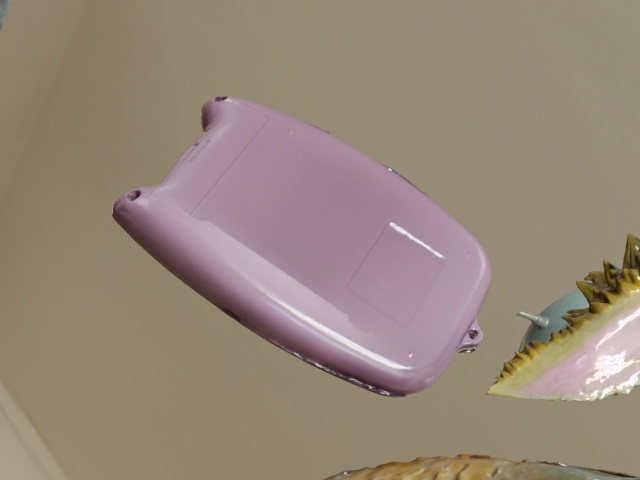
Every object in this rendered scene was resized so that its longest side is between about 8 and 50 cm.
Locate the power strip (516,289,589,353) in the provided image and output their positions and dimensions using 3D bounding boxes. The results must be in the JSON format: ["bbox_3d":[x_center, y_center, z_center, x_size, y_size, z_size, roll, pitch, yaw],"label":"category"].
[{"bbox_3d":[0.323,0.113,1.356,0.044,0.216,0.137,-110,-149,-52],"label":"power strip"}]

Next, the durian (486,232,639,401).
[{"bbox_3d":[0.183,0.033,0.635,0.140,0.224,0.078,11,-67,62],"label":"durian"}]

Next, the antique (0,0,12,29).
[{"bbox_3d":[-0.302,-0.209,0.906,0.088,0.183,0.086,20,-6,18],"label":"antique"}]

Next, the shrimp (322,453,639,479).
[{"bbox_3d":[0.074,0.126,0.420,0.251,0.143,0.052,-10,-73,27],"label":"shrimp"}]

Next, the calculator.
[{"bbox_3d":[0.001,-0.001,0.882,0.294,0.194,0.043,31,-39,6],"label":"calculator"}]
